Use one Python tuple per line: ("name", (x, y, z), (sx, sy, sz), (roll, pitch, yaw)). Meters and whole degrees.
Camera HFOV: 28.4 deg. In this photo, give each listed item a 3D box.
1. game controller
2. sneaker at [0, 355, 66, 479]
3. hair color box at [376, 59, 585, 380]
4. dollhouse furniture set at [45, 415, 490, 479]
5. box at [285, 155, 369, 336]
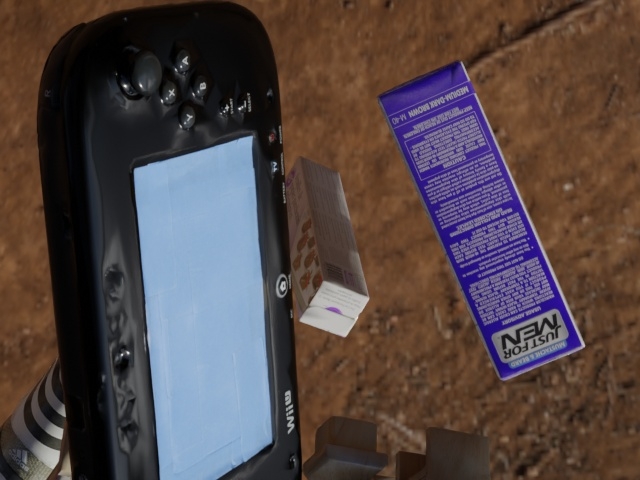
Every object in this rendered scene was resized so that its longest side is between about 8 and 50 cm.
("game controller", (-0.068, 0.039, 0.654), (0.067, 0.166, 0.319), (9, 108, 39))
("sneaker", (-0.161, 0.143, 1.355), (0.169, 0.447, 0.257), (43, 110, 9))
("hair color box", (0.179, -0.030, 1.428), (0.110, 0.185, 0.339), (-22, 95, 7))
("dollhouse furniture set", (-0.100, 0.233, 0.883), (0.356, 0.173, 0.303), (13, 148, -17))
("box", (0.000, 0.000, 1.571), (0.067, 0.324, 0.063), (23, 115, -19))
